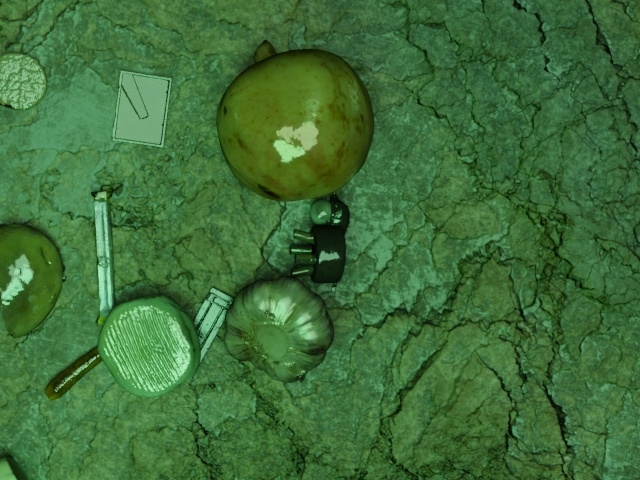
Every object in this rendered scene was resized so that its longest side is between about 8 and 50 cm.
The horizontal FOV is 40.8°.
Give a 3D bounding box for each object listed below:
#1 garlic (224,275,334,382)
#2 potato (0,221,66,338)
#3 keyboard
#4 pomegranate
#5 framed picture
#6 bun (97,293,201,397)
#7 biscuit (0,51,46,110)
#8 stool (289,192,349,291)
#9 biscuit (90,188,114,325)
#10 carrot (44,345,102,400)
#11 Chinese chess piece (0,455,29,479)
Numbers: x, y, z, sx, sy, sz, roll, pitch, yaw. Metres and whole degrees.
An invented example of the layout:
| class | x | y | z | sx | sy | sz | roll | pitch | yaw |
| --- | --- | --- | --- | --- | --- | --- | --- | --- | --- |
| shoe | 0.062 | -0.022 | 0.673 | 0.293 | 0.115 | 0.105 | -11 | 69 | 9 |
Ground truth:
| class | x | y | z | sx | sy | sz | roll | pitch | yaw |
| --- | --- | --- | --- | --- | --- | --- | --- | --- | --- |
| garlic | -0.086 | 0.181 | 1.837 | 0.244 | 0.160 | 0.245 | 4 | 112 | 11 |
| potato | -0.597 | 0.081 | 1.768 | 0.138 | 0.098 | 0.243 | -14 | 99 | -9 |
| keyboard | -0.259 | 0.204 | 1.878 | 0.061 | 0.013 | 0.204 | 28 | 91 | -11 |
| pomegranate | -0.061 | -0.244 | 1.717 | 0.342 | 0.342 | 0.343 | -1 | 96 | -9 |
| framed picture | -0.375 | -0.276 | 1.806 | 0.109 | 0.011 | 0.149 | 8 | 95 | -11 |
| bun | -0.357 | 0.216 | 1.813 | 0.221 | 0.108 | 0.221 | 0 | 93 | -3 |
| biscuit | -0.619 | -0.325 | 1.757 | 0.120 | 0.015 | 0.120 | -1 | 96 | -9 |
| stool | 0.000 | 0.000 | 1.846 | 0.121 | 0.125 | 0.217 | 4 | 86 | -8 |
| biscuit | -0.456 | 0.038 | 1.820 | 0.048 | 0.026 | 0.292 | -2 | 97 | -13 |
| carrot | -0.512 | 0.276 | 1.831 | 0.170 | 0.042 | 0.042 | -38 | 101 | -5 |
| Chinese chess piece | -0.642 | 0.510 | 1.793 | 0.051 | 0.122 | 0.122 | -33 | 101 | -14 |
